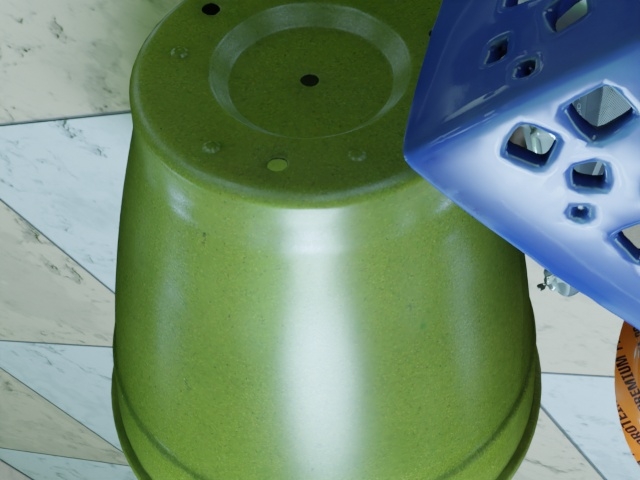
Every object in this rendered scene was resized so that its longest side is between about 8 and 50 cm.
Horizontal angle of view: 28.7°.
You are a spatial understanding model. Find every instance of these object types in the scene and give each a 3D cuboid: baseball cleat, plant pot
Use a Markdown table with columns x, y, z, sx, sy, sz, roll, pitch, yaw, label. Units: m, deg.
| x | y | z | sx | sy | sz | roll | pitch | yaw | label |
| --- | --- | --- | --- | --- | --- | --- | --- | --- | --- |
| 0.195 | -0.050 | 0.893 | 0.109 | 0.072 | 0.206 | -21 | 130 | -8 | baseball cleat |
| 0.000 | 0.000 | 0.938 | 0.367 | 0.366 | 0.353 | 14 | 142 | 13 | plant pot |
| 0.214 | -0.107 | 0.671 | 0.236 | 0.236 | 0.212 | 32 | 145 | -22 | plant pot |

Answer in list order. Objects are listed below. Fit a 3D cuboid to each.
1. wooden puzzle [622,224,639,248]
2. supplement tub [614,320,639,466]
| x | y | z | sx | sy | sz | roll | pitch | yaw | label |
| --- | --- | --- | --- | --- | --- | --- | --- | --- | --- |
| 0.368 | 0.030 | 0.942 | 0.348 | 0.080 | 0.322 | 49 | 146 | -20 | wooden puzzle |
| 0.358 | 0.085 | 0.741 | 0.207 | 0.207 | 0.338 | 37 | 154 | -30 | supplement tub |
